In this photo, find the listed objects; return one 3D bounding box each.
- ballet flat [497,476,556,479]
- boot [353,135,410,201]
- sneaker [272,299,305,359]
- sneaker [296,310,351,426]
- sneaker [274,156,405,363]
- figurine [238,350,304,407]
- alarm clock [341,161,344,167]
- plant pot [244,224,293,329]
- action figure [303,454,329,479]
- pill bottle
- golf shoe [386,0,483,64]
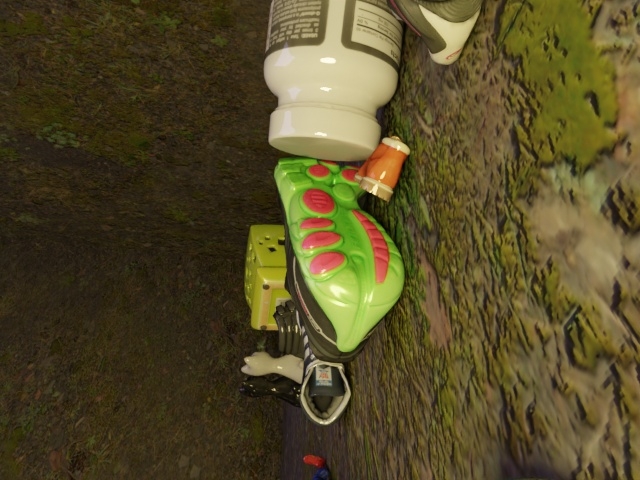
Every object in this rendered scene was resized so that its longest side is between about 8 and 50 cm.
[{"bbox_3d":[0.102,0.209,0.188,0.072,0.068,0.213,102,171,-45],"label":"ballet flat"},{"bbox_3d":[0.092,-0.106,0.682,0.158,0.059,0.085,-97,32,-79],"label":"boot"},{"bbox_3d":[-0.029,0.126,1.072,0.104,0.146,0.296,112,164,-74],"label":"sneaker"},{"bbox_3d":[0.004,0.204,0.899,0.153,0.099,0.283,111,157,-84],"label":"sneaker"},{"bbox_3d":[0.000,0.000,0.778,0.483,0.185,0.202,-93,15,-60],"label":"sneaker"},{"bbox_3d":[-0.104,0.355,1.232,0.215,0.209,0.092,104,170,-47],"label":"figurine"},{"bbox_3d":[0.057,-0.258,1.066,0.129,0.064,0.192,-106,20,-73],"label":"alarm clock"},{"bbox_3d":[-0.083,0.109,1.262,0.207,0.228,0.227,-103,20,-54],"label":"plant pot"},{"bbox_3d":[-0.037,0.486,0.890,0.280,0.138,0.092,144,130,-78],"label":"action figure"},{"bbox_3d":[0.023,-0.319,0.734,0.210,0.210,0.363,-173,90,-84],"label":"pill bottle"},{"bbox_3d":[0.079,-0.302,0.495,0.120,0.105,0.273,72,180,-62],"label":"golf shoe"}]
